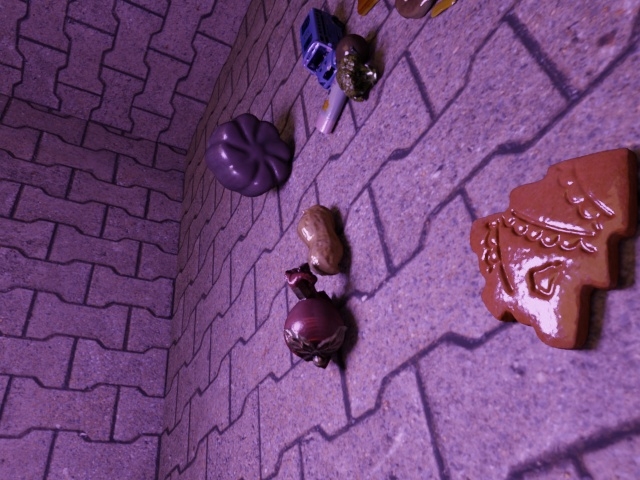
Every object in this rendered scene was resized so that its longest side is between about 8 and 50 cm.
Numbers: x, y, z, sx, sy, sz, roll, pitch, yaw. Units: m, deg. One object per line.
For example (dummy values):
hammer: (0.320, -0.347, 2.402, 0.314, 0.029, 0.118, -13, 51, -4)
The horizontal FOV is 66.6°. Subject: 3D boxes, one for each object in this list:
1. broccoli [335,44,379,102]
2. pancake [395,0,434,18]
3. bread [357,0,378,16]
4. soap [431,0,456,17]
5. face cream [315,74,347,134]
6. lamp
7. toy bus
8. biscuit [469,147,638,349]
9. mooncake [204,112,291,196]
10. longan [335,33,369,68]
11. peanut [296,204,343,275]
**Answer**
broccoli: (0.103, -0.460, 1.364, 0.120, 0.130, 0.131, 3, 66, 23)
pancake: (0.260, -0.682, 1.228, 0.242, 0.050, 0.242, -36, 47, 52)
bread: (0.151, -0.755, 1.496, 0.094, 0.035, 0.090, -24, 57, 58)
soap: (0.290, -0.554, 1.144, 0.089, 0.012, 0.034, -9, 69, 62)
face cream: (0.043, -0.433, 1.518, 0.198, 0.057, 0.084, -64, 23, 20)
lamp: (-0.028, 0.196, 1.191, 0.151, 0.215, 0.223, -28, 46, -4)
toy bus: (0.008, -0.635, 1.605, 0.125, 0.133, 0.292, -48, 37, 42)
biscuit: (0.343, -0.006, 0.722, 0.306, 0.043, 0.284, -61, 30, 27)
mooncake: (-0.256, -0.311, 1.773, 0.154, 0.306, 0.306, -13, 65, 59)
longan: (0.089, -0.549, 1.432, 0.119, 0.106, 0.106, -50, 21, -17)
peanut: (0.000, 0.000, 1.324, 0.101, 0.117, 0.263, 102, 159, -43)
